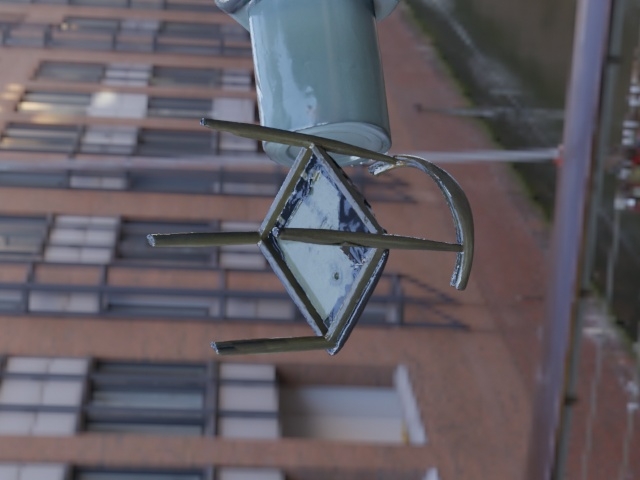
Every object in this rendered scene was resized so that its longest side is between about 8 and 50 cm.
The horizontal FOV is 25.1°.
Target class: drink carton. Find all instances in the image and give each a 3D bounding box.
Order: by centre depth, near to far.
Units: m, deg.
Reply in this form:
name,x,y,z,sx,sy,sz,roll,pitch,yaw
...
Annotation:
name,x,y,z,sx,sy,sz,roll,pitch,yaw
drink carton,0.000,-0.194,1.626,0.185,0.191,0.189,39,-138,-64

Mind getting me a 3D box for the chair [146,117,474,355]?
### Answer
name,x,y,z,sx,sy,sz,roll,pitch,yaw
chair,0.000,0.000,1.413,0.188,0.272,0.166,56,131,36
